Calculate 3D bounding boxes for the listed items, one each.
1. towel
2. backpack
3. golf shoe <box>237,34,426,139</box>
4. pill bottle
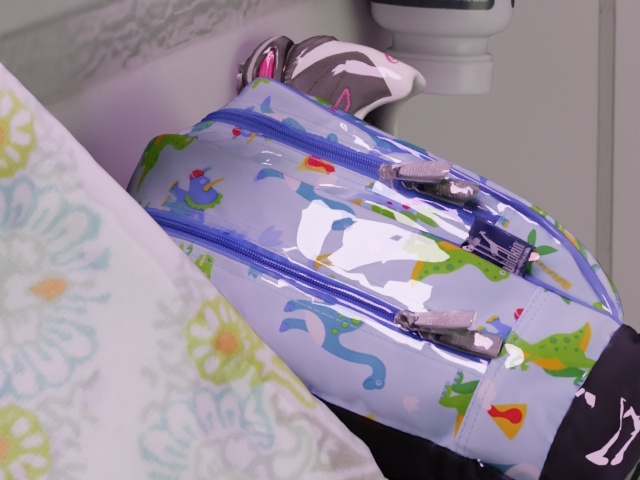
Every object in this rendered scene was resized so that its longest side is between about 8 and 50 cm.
[{"bbox_3d":[-0.134,0.142,0.883,0.374,0.090,0.320,49,58,-25],"label":"towel"},{"bbox_3d":[0.031,0.065,1.150,0.290,0.355,0.273,68,35,-70],"label":"backpack"},{"bbox_3d":[0.000,0.000,1.321,0.105,0.120,0.273,-20,116,-61],"label":"golf shoe"},{"bbox_3d":[0.091,-0.201,1.446,0.108,0.108,0.180,-15,111,-60],"label":"pill bottle"}]
